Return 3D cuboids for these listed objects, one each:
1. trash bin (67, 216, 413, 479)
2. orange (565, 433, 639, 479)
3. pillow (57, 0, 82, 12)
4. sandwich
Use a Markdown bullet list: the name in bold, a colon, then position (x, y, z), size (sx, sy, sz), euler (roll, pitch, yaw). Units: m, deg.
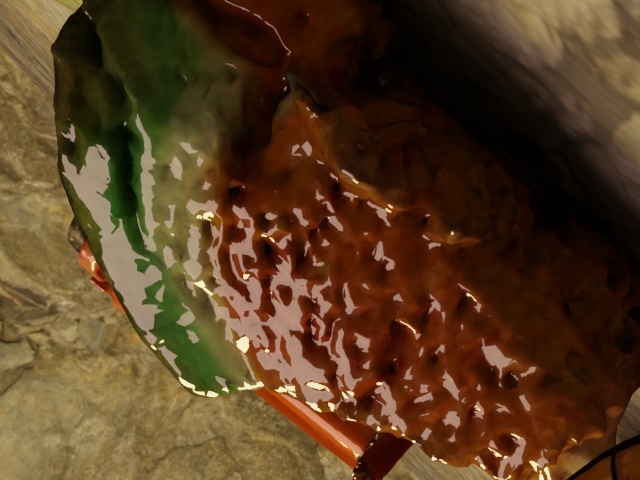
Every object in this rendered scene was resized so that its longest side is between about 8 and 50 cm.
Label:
- **trash bin**: position (-0.021, 0.024, 0.927), size (0.239, 0.161, 0.184), euler (40, 172, 19)
- **orange**: position (0.143, 0.163, 0.462), size (0.234, 0.234, 0.182), euler (47, 147, -11)
- **pillow**: position (-0.171, -0.212, 0.766), size (0.274, 0.076, 0.280), euler (44, 173, 26)
- **sandwich**: position (0.000, 0.000, 0.629), size (0.301, 0.162, 0.250), euler (41, 168, 16)
